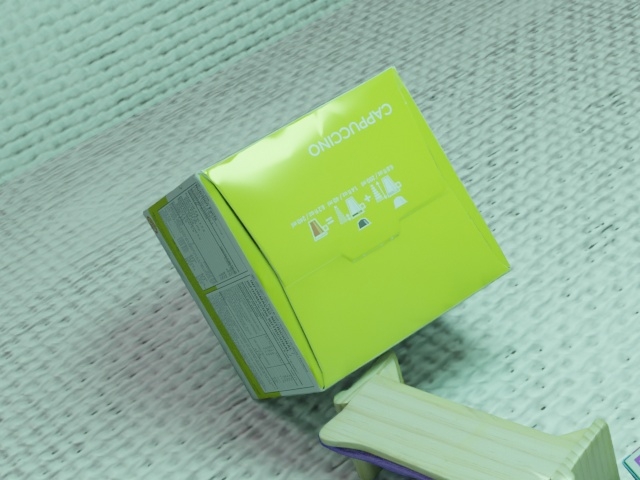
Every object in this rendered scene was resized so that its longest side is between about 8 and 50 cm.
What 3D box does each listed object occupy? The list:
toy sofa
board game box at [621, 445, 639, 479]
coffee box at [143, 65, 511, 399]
[{"bbox_3d":[0.183,0.287,1.685,0.362,0.150,0.177,14,47,39],"label":"toy sofa"},{"bbox_3d":[0.549,0.246,1.568,0.316,0.064,0.242,-39,33,3],"label":"board game box"},{"bbox_3d":[0.000,0.000,1.919,0.337,0.338,0.334,-31,2,-21],"label":"coffee box"}]
